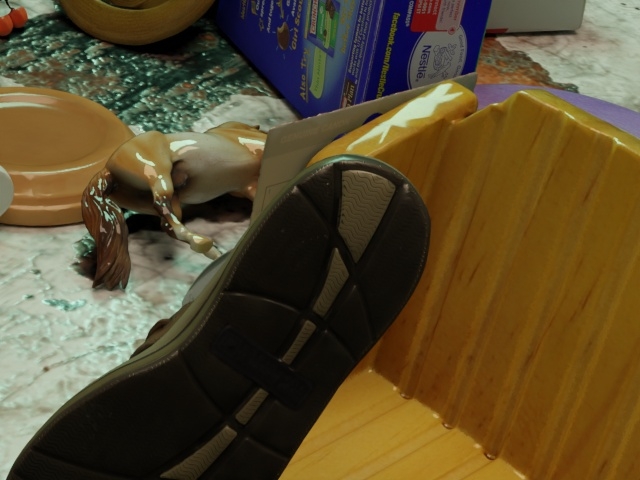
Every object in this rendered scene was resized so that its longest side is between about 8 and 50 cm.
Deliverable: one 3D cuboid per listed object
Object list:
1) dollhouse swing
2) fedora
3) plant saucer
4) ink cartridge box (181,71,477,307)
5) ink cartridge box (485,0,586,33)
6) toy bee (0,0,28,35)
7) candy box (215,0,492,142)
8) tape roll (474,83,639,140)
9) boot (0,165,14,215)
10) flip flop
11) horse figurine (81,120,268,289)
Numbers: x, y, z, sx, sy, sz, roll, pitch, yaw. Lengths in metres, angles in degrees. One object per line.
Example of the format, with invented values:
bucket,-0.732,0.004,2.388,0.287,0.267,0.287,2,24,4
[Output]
dollhouse swing,0.058,0.108,0.892,0.305,0.315,0.347,-7,32,-45
fedora,-0.166,-0.270,1.632,0.194,0.194,0.079,23,-2,23
plant saucer,-0.238,-0.076,1.356,0.200,0.037,0.200,7,30,-4
ink cartridge box,0.000,0.000,1.087,0.189,0.232,0.066,-19,39,-40
ink cartridge box,0.146,-0.330,1.816,0.197,0.114,0.273,-5,31,-21
toy bee,-0.352,-0.265,1.573,0.195,0.162,0.298,-29,21,-36
candy box,0.031,-0.256,1.505,0.122,0.268,0.317,-4,32,-27
tape roll,0.179,-0.027,1.328,0.275,0.090,0.275,6,29,-4
boot,-0.330,-0.041,1.235,0.190,0.069,0.086,-11,38,-28
flip flop,-0.052,0.067,0.873,0.112,0.277,0.080,40,2,-10
horse figurine,-0.090,-0.041,1.306,0.263,0.066,0.174,-17,44,-41
